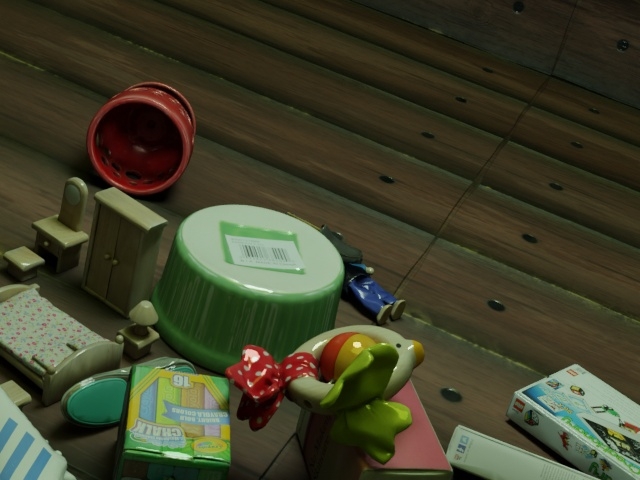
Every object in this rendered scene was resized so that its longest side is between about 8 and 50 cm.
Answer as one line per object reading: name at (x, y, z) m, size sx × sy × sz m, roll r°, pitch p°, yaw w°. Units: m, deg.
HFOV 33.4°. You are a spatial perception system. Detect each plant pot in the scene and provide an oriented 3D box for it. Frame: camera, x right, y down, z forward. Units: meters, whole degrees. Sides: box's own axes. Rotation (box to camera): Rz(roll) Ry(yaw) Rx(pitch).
plant pot at (-0.330, -0.198, 2.009) m, size 0.191 × 0.191 × 0.174 m, roll 14°, pitch 20°, yaw -5°

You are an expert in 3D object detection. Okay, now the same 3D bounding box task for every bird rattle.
bird rattle at (0.017, 0.177, 1.343) m, size 0.253 × 0.143 × 0.207 m, roll 0°, pitch 25°, yaw 44°

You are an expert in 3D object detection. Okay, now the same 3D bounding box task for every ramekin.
ramekin at (-0.107, 0.069, 1.684) m, size 0.303 × 0.148 × 0.303 m, roll 13°, pitch 29°, yaw -7°

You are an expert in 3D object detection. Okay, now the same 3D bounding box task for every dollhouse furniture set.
dollhouse furniture set at (-0.404, 0.054, 1.527) m, size 0.303 × 0.174 × 0.355 m, roll 31°, pitch 31°, yaw 24°

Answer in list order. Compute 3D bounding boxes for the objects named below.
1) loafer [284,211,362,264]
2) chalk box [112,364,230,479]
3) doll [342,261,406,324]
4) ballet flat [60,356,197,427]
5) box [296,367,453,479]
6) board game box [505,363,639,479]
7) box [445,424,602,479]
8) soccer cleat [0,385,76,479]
loafer at (0.000, 0.000, 1.956) m, size 0.170 × 0.061 × 0.062 m, roll 17°, pitch 27°, yaw -1°
chalk box at (-0.183, 0.273, 1.303) m, size 0.132 × 0.132 × 0.213 m, roll 10°, pitch 30°, yaw -12°
doll at (0.057, 0.075, 1.870) m, size 0.129 × 0.046 × 0.189 m, roll -14°, pitch 41°, yaw -45°
ballet flat at (-0.269, 0.207, 1.461) m, size 0.213 × 0.072 × 0.068 m, roll -9°, pitch 11°, yaw -40°
box at (0.064, 0.276, 1.411) m, size 0.126 × 0.149 × 0.232 m, roll 5°, pitch 30°, yaw -19°
board game box at (0.463, 0.312, 1.649) m, size 0.305 × 0.053 × 0.193 m, roll 35°, pitch 31°, yaw 33°
box at (0.328, 0.328, 1.416) m, size 0.322 × 0.058 × 0.232 m, roll 21°, pitch -6°, yaw 13°
soccer cleat at (-0.375, 0.261, 1.267) m, size 0.143 × 0.116 × 0.331 m, roll 14°, pitch 26°, yaw -40°
